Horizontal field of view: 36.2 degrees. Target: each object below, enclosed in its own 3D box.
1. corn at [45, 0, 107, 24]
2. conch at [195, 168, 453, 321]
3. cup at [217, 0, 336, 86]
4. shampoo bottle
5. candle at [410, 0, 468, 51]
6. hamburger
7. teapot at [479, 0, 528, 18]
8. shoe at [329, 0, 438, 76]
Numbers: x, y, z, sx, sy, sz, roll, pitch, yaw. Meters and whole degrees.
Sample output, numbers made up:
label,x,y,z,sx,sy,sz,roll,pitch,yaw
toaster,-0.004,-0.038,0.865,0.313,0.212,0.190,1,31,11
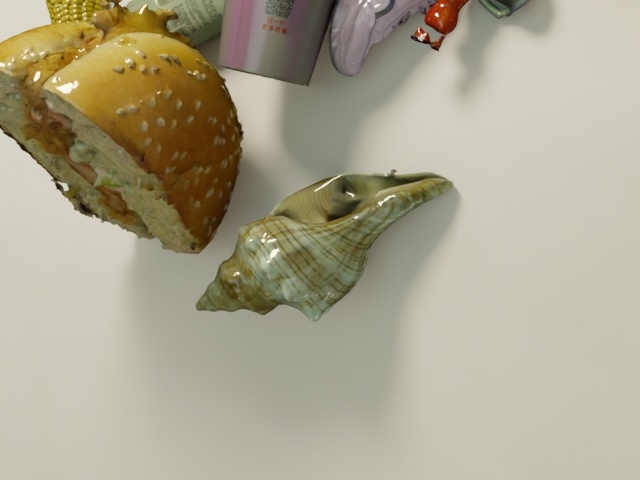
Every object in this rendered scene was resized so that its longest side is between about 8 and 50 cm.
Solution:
label,x,y,z,sx,sy,sz,roll,pitch,yaw
corn,-0.406,-0.408,1.599,0.106,0.106,0.305,-14,87,27
conch,0.000,0.009,1.391,0.386,0.169,0.203,-20,51,-12
cup,-0.051,-0.370,1.361,0.203,0.203,0.288,16,98,26
shampoo bottle,-0.180,-0.363,1.493,0.234,0.087,0.118,-23,86,26
candle,0.221,-0.401,1.291,0.048,0.051,0.329,31,99,4
hamburger,-0.249,-0.179,1.401,0.268,0.445,0.286,18,71,28
teapot,0.248,-0.330,1.294,0.088,0.066,0.057,-29,97,48
shoe,0.098,-0.336,1.352,0.138,0.095,0.245,21,107,8
